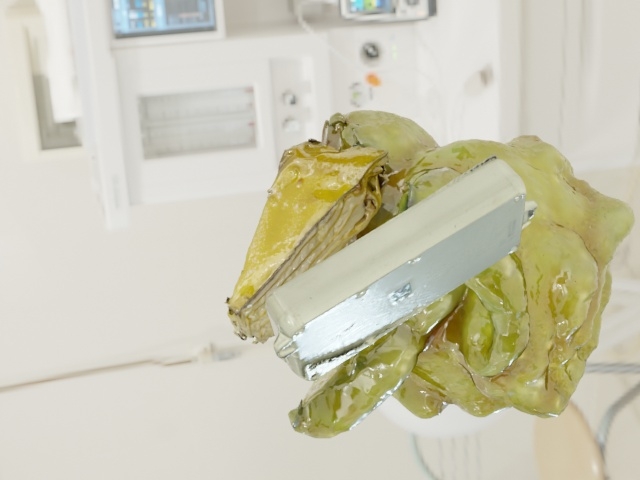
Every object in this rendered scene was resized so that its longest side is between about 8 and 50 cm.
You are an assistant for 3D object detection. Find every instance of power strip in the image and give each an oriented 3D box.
[{"bbox_3d":[0.051,0.020,0.677,0.035,0.192,0.081,53,168,28],"label":"power strip"}]

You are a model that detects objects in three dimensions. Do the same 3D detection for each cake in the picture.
[{"bbox_3d":[0.002,0.003,0.890,0.079,0.116,0.185,57,-141,-44],"label":"cake"}]

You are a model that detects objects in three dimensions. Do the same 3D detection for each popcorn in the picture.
[{"bbox_3d":[0.131,0.033,0.979,0.325,0.290,0.321,90,-173,-64],"label":"popcorn"}]
